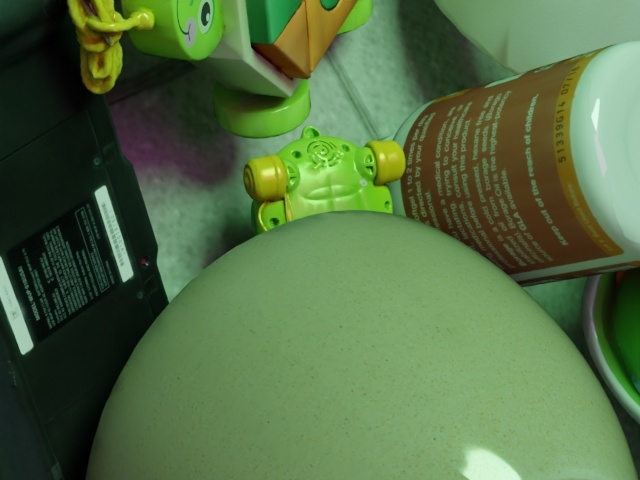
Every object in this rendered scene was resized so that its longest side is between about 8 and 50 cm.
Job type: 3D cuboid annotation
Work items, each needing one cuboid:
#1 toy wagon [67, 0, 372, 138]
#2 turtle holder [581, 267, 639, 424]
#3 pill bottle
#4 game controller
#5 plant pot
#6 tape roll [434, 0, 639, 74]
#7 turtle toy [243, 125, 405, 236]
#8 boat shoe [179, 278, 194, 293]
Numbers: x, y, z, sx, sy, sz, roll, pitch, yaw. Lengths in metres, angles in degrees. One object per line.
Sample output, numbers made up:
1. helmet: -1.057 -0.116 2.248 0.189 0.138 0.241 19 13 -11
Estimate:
1. toy wagon: -0.030 -0.186 0.913 0.344 0.068 0.267 -62 154 -48
2. turtle holder: 0.300 0.076 1.048 0.227 0.243 0.320 -3 65 -30
3. pill bottle: 0.115 -0.034 0.988 0.121 0.216 0.121 9 76 -39
4. game controller: -0.150 0.021 0.844 0.166 0.067 0.319 -44 132 -41
5. plant pot: 0.050 0.145 0.857 0.284 0.191 0.284 -11 110 -30
6. tape roll: 0.207 -0.195 1.085 0.286 0.100 0.286 10 41 -9
7. turtle toy: 0.000 0.000 0.974 0.095 0.066 0.130 -8 93 -21
8. boat shoe: -0.037 0.077 0.980 0.045 0.050 0.135 -28 90 -16
